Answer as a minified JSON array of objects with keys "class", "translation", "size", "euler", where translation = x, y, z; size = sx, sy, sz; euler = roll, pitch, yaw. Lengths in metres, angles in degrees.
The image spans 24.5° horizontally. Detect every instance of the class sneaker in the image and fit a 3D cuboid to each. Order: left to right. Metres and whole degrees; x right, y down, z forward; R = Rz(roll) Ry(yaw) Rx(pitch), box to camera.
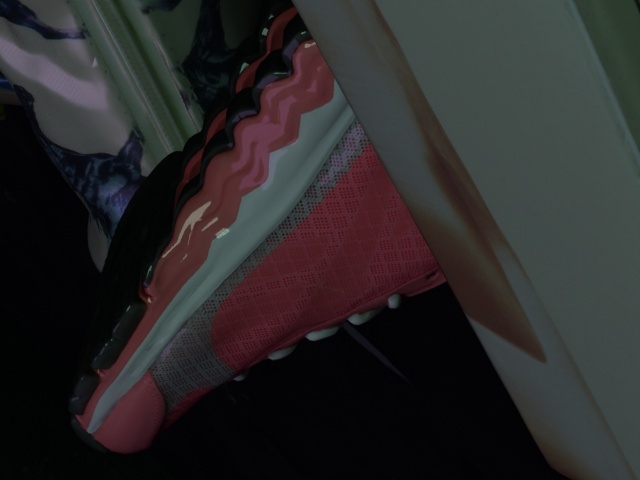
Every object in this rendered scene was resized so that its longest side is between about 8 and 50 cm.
[{"class":"sneaker","translation":[0.000,0.000,0.616],"size":[0.136,0.116,0.314],"euler":[28,123,-16]}]

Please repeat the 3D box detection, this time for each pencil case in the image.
[{"class":"pencil case","translation":[-0.126,-0.162,0.685],"size":[0.183,0.160,0.410],"euler":[43,165,53]}]

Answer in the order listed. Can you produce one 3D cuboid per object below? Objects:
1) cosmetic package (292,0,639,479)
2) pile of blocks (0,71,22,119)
[{"class":"cosmetic package","translation":[0.097,-0.060,0.418],"size":[0.129,0.153,0.296],"euler":[21,147,52]},{"class":"pile of blocks","translation":[-0.248,-0.167,1.085],"size":[0.362,0.149,0.112],"euler":[-11,78,58]}]
